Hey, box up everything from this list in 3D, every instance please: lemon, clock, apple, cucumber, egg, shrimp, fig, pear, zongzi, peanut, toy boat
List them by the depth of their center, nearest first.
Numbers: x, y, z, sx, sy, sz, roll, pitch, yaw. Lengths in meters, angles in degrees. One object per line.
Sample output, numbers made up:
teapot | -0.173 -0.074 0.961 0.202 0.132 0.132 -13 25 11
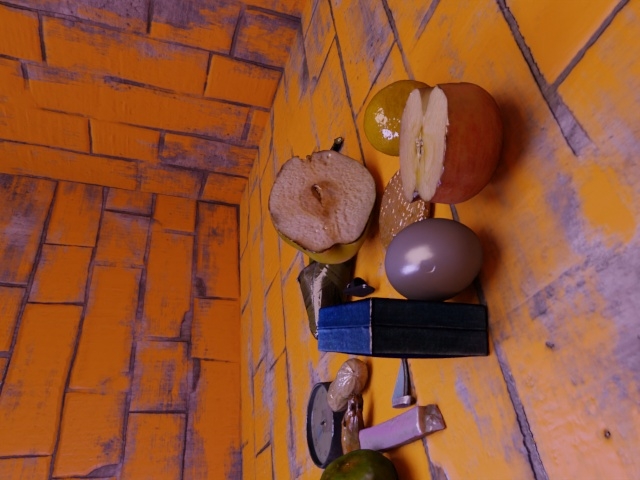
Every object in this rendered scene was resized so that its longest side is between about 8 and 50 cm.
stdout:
apple | 0.276 -0.192 0.981 0.293 0.163 0.251 -110 20 -75
egg | 0.235 0.039 0.998 0.232 0.176 0.176 -37 48 56
fig | 0.121 0.657 1.164 0.275 0.206 0.206 64 162 -7
lemon | 0.205 -0.302 1.194 0.244 0.187 0.187 163 113 -64
toy boat | 0.204 0.357 1.210 0.096 0.034 0.122 128 153 -56
shrimp | 0.094 0.546 1.392 0.150 0.068 0.248 -126 39 -60
peanut | 0.079 0.438 1.435 0.098 0.090 0.214 -102 25 -46
pear | 0.020 -0.088 1.529 0.191 0.340 0.386 68 -172 -59
zongzi | 0.059 0.151 1.571 0.300 0.138 0.286 -43 49 33
clock | 0.017 0.616 1.606 0.280 0.055 0.280 -173 90 -71
cucumber | 0.054 -0.351 1.866 0.135 0.034 0.033 118 137 -56

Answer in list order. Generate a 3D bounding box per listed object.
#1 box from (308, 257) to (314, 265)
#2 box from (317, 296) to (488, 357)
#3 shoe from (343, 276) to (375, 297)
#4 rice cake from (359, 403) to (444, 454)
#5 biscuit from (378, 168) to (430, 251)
box | 0.000 0.000 1.879 0.173 0.043 0.311 147 128 -66
box | 0.161 0.192 1.022 0.279 0.261 0.116 153 119 -67
shoe | 0.124 0.138 1.464 0.159 0.062 0.053 152 136 -68
rice cake | 0.183 0.473 1.179 0.365 0.056 0.072 124 145 -54
biscuit | 0.223 -0.077 1.282 0.254 0.035 0.254 -175 90 -71
